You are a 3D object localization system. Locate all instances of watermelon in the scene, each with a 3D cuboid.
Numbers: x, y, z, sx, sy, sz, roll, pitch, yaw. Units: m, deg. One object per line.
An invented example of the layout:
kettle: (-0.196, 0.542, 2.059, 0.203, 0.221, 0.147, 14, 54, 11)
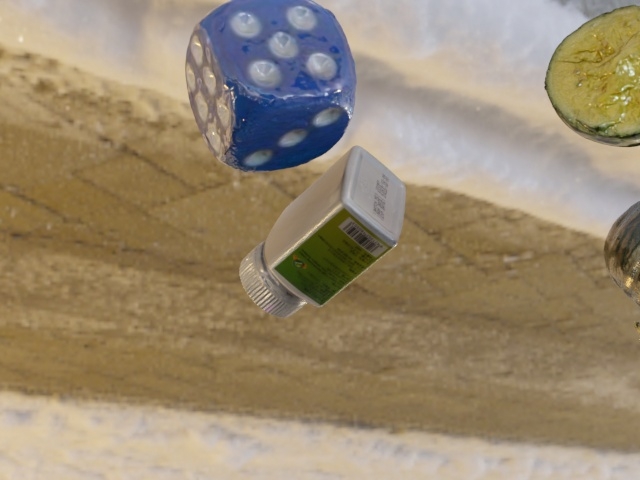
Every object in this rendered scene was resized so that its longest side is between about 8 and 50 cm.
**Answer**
watermelon: (0.211, -0.105, 0.700, 0.105, 0.105, 0.062, -15, 147, 23)

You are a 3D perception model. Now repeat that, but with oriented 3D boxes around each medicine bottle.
medicine bottle: (0.000, 0.000, 1.141, 0.088, 0.132, 0.188, 39, 122, -17)

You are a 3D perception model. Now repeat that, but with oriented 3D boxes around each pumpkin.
pumpkin: (0.374, 0.046, 1.010, 0.212, 0.211, 0.152, 17, 114, -38)

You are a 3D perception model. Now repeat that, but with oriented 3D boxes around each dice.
dice: (-0.054, -0.163, 1.073, 0.146, 0.143, 0.146, -13, 157, -22)
